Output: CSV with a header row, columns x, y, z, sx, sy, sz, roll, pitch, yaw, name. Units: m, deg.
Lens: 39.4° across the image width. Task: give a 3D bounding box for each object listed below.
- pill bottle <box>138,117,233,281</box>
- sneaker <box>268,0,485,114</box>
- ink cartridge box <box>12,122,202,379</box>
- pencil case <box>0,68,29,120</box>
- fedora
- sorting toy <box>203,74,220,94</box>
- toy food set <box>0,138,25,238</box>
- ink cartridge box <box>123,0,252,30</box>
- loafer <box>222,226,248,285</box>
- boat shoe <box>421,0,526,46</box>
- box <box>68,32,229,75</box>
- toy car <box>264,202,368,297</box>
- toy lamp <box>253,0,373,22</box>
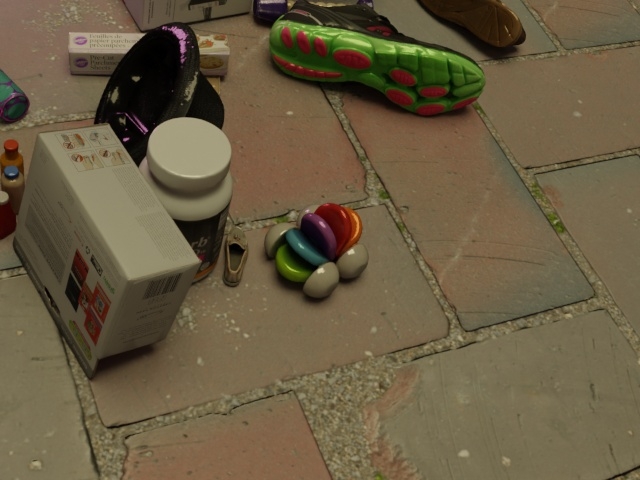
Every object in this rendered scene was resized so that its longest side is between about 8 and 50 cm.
x,y,z,sx,sy,sz,roll,pitch,yaw,name
-0.233,-0.063,1.503,0.162,0.278,0.162,7,51,-9,pill bottle
0.135,-0.422,1.946,0.483,0.185,0.202,17,55,-4,sneaker
-0.355,0.019,1.432,0.130,0.272,0.309,-15,59,-40,ink cartridge box
-0.625,-0.295,1.710,0.152,0.064,0.070,42,38,17,pencil case
-0.286,-0.245,1.686,0.152,0.334,0.334,31,41,-38,fedora
-0.243,-0.337,1.883,0.062,0.012,0.083,3,55,-12,sorting toy
-0.581,-0.065,1.519,0.111,0.104,0.232,38,53,14,toy food set
-0.306,-0.592,1.995,0.273,0.114,0.197,-17,59,-27,ink cartridge box
-0.151,0.022,1.614,0.045,0.039,0.125,8,52,-8,loafer
0.365,-0.584,2.195,0.342,0.123,0.123,40,24,22,boat shoe
-0.351,-0.383,1.844,0.324,0.067,0.063,-2,54,-14,box
0.000,0.000,1.611,0.182,0.136,0.159,-31,67,-32,toy car
-0.017,-0.531,2.056,0.275,0.080,0.080,0,54,-17,toy lamp
